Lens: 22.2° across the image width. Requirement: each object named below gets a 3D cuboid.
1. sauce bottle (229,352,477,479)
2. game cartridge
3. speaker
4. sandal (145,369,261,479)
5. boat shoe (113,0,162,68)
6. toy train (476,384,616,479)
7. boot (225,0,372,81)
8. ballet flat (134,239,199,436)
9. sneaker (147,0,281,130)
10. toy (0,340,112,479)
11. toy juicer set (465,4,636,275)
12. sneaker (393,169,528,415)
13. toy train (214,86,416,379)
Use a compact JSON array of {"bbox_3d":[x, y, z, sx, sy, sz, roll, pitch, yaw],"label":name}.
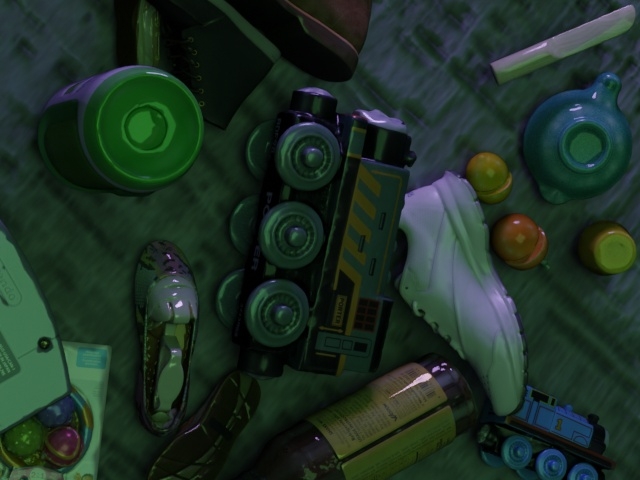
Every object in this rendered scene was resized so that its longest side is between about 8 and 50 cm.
[{"bbox_3d":[0.013,0.245,1.868,0.344,0.111,0.111,-24,100,-21],"label":"sauce bottle"},{"bbox_3d":[-0.398,0.071,1.733,0.198,0.062,0.297,-30,92,-19],"label":"game cartridge"},{"bbox_3d":[-0.211,-0.111,1.685,0.131,0.296,0.131,-1,92,-20],"label":"speaker"},{"bbox_3d":[-0.135,0.223,1.860,0.072,0.049,0.180,47,62,-21],"label":"sandal"},{"bbox_3d":[-0.200,-0.253,1.821,0.045,0.050,0.135,-1,97,-47],"label":"boat shoe"},{"bbox_3d":[0.277,0.244,1.991,0.184,0.080,0.105,24,78,-19],"label":"toy train"},{"bbox_3d":[-0.062,-0.308,1.835,0.305,0.112,0.115,36,67,-31],"label":"boot"},{"bbox_3d":[-0.169,0.111,1.823,0.077,0.079,0.221,3,90,-19],"label":"ballet flat"},{"bbox_3d":[-0.144,-0.211,1.793,0.222,0.083,0.118,34,84,-41],"label":"sneaker"},{"bbox_3d":[-0.303,0.228,1.791,0.137,0.056,0.237,8,89,-21],"label":"toy"},{"bbox_3d":[0.277,-0.116,1.984,0.209,0.089,0.329,-2,96,-2],"label":"toy juicer set"},{"bbox_3d":[0.162,0.071,1.928,0.129,0.111,0.297,-20,80,0],"label":"sneaker"},{"bbox_3d":[0.000,0.000,1.852,0.190,0.142,0.334,11,90,-25],"label":"toy train"}]
